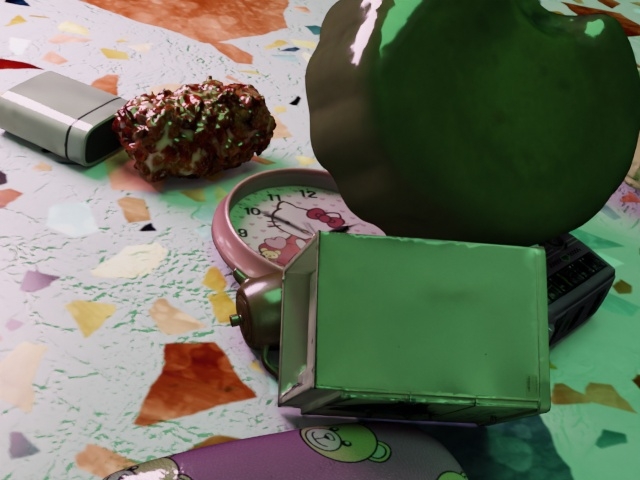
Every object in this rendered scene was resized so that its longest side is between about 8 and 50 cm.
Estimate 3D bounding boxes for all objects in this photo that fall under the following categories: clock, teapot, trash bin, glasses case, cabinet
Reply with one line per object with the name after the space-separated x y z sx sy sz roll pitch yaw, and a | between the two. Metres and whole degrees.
0.000 0.001 1.206 0.244 0.056 0.244 9 35 -7 | clock
-0.053 0.078 1.059 0.068 0.076 0.121 -11 68 -18 | teapot
-0.305 -0.149 1.324 0.130 0.059 0.116 23 33 17 | trash bin
-0.026 0.209 0.855 0.316 0.075 0.123 -5 38 -27 | glasses case
0.078 0.085 0.974 0.206 0.145 0.150 5 75 -13 | cabinet

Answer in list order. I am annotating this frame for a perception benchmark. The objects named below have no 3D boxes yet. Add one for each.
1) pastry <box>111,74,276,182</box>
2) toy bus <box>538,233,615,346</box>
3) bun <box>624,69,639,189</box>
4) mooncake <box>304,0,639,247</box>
-0.145 -0.136 1.314 0.209 0.115 0.097 -13 17 -34 | pastry
0.240 0.060 1.178 0.098 0.086 0.178 39 37 24 | toy bus
0.489 -0.134 1.512 0.259 0.152 0.259 15 20 -5 | bun
0.159 -0.144 1.157 0.351 0.351 0.187 -5 -3 -27 | mooncake
